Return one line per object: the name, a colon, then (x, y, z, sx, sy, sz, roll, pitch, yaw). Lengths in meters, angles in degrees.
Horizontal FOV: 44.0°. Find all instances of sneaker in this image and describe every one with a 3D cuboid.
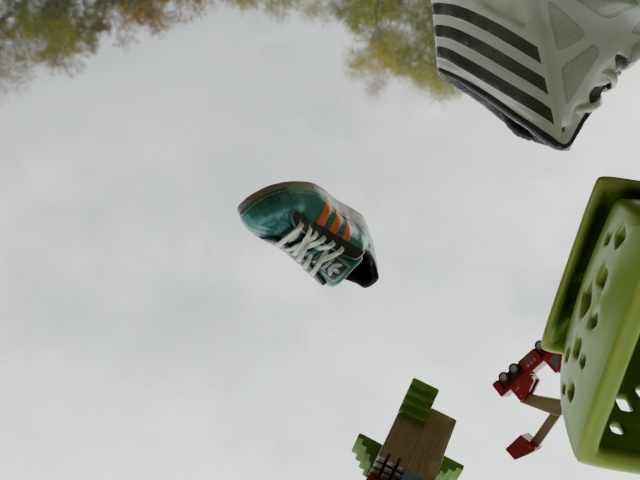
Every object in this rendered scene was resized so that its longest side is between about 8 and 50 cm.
sneaker: (0.325, -0.233, 0.879, 0.447, 0.257, 0.169, -2, -159, -12)
sneaker: (0.000, 0.000, 1.205, 0.108, 0.302, 0.121, -38, -120, 24)

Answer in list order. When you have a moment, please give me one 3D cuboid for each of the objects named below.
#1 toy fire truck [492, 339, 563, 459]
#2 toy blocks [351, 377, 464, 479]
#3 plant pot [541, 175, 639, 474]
toy fire truck: (0.372, 0.270, 1.364, 0.047, 0.192, 0.135, 12, -143, -56)
toy blocks: (0.106, 0.456, 1.333, 0.190, 0.381, 0.261, 25, -141, 10)
plant pot: (0.341, 0.069, 0.729, 0.227, 0.228, 0.207, 9, -157, -5)
